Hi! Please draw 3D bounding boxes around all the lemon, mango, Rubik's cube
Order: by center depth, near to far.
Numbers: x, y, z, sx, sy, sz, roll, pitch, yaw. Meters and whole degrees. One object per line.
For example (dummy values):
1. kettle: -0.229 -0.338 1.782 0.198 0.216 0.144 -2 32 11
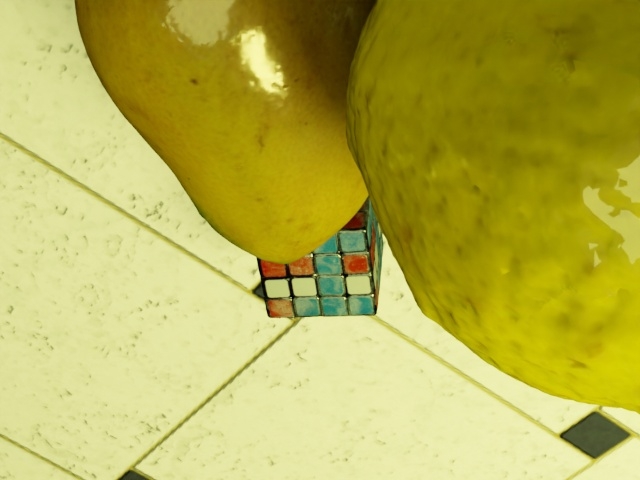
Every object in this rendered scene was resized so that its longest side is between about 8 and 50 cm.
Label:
1. lemon: 0.184 -0.069 0.775 0.387 0.350 0.350 14 143 46
2. mango: -0.043 -0.127 0.905 0.211 0.173 0.317 -30 128 -12
3. Rubik's cube: 0.000 0.000 1.066 0.092 0.092 0.092 -3 128 9
